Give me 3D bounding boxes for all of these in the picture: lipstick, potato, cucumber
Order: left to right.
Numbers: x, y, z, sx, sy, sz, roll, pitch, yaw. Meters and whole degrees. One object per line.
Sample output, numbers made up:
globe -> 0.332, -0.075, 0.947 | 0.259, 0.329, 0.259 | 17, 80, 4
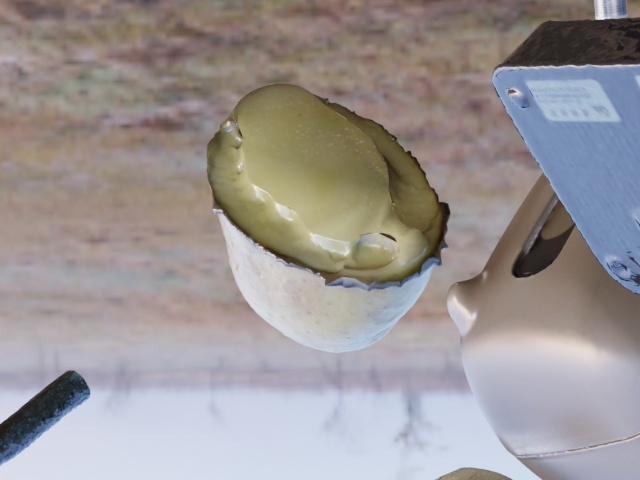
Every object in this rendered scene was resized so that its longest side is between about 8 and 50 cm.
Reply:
cucumber -> -0.254, 0.161, 1.365 | 0.032, 0.032, 0.133 | -5, -152, 50
potato -> 0.000, 0.000, 1.676 | 0.285, 0.242, 0.242 | 35, -168, 20
lipstick -> 0.352, -0.306, 1.939 | 0.040, 0.141, 0.040 | -6, -163, 2

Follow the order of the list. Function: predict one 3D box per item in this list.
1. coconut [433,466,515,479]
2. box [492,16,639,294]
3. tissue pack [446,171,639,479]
coconut -> 0.145, 0.303, 1.556 | 0.161, 0.161, 0.162 | -3, -153, 14
box -> 0.272, -0.042, 0.973 | 0.058, 0.211, 0.350 | -45, -154, -24
tissue pack -> 0.302, 0.034, 1.386 | 0.277, 0.387, 0.267 | 43, 153, -17
